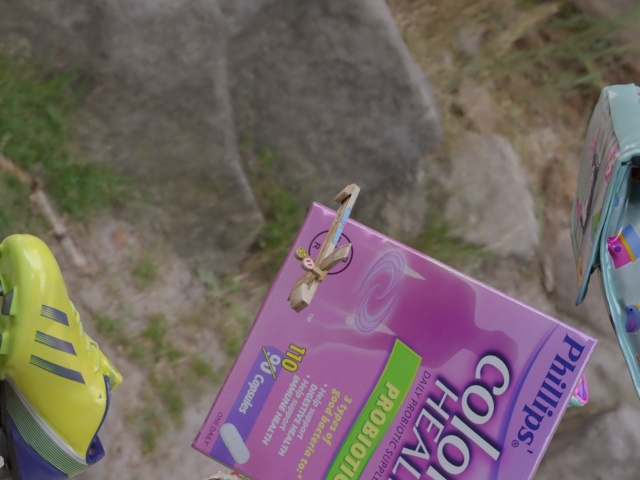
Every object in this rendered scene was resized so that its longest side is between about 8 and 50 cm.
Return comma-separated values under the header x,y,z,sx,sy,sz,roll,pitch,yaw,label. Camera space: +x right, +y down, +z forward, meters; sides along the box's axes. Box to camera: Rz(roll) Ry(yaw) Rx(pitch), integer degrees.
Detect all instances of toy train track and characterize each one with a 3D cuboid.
x,y,z,sx,sy,sz,roll,pitch,yaw,label
0.000,0.000,0.660,0.014,0.048,0.083,38,45,-14,toy train track

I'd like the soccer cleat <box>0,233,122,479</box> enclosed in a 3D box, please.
x,y,z,sx,sy,sz,roll,pitch,yaw,label
-0.229,0.099,1.179,0.121,0.289,0.093,-10,45,-20,soccer cleat

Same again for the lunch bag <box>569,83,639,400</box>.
x,y,z,sx,sy,sz,roll,pitch,yaw,label
0.287,0.010,1.118,0.262,0.160,0.223,62,17,-14,lunch bag

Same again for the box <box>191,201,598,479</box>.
x,y,z,sx,sy,sz,roll,pitch,yaw,label
0.060,0.122,1.084,0.214,0.243,0.117,-63,170,-2,box

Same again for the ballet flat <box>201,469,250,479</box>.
x,y,z,sx,sy,sz,roll,pitch,yaw,label
-0.032,0.287,1.322,0.241,0.091,0.077,45,19,-22,ballet flat

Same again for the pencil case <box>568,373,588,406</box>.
x,y,z,sx,sy,sz,roll,pitch,yaw,label
0.212,0.196,1.719,0.104,0.236,0.104,53,23,-33,pencil case
